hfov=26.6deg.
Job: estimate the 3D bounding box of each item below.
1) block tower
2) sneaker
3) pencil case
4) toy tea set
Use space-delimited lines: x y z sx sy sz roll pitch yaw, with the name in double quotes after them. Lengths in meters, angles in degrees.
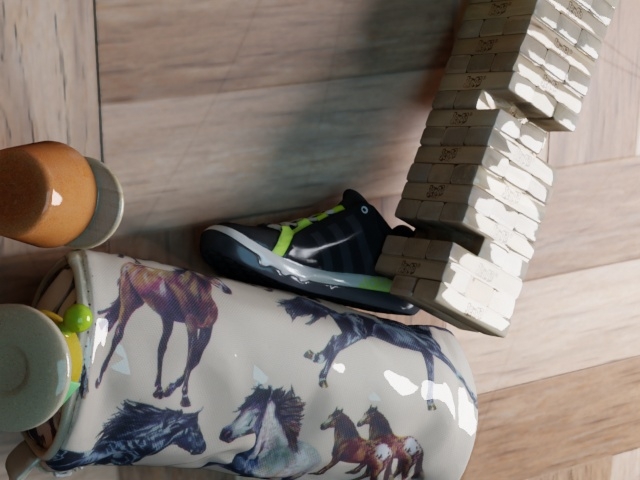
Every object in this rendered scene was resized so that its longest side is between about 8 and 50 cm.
0.152 -0.094 1.157 0.097 0.091 0.335 28 78 -35 "block tower"
0.000 0.000 1.165 0.235 0.084 0.097 15 82 -37 "sneaker"
-0.054 0.129 1.118 0.410 0.160 0.183 14 112 -32 "pencil case"
-0.260 0.072 0.964 0.336 0.124 0.200 -34 83 13 "toy tea set"
